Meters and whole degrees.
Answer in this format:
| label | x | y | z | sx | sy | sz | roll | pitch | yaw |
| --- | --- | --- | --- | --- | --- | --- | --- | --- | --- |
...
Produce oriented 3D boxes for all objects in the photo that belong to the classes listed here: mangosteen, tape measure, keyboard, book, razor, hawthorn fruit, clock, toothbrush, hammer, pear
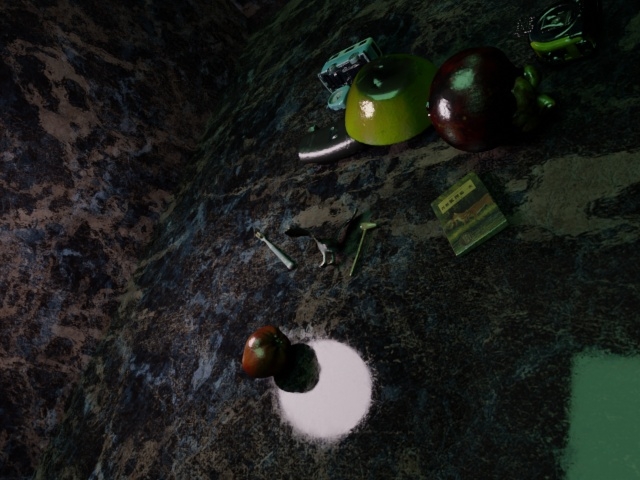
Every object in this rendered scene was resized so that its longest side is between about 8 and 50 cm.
| label | x | y | z | sx | sy | sz | roll | pitch | yaw |
| --- | --- | --- | --- | --- | --- | --- | --- | --- | --- |
| mangosteen | 0.450 | -0.386 | 1.339 | 0.311 | 0.311 | 0.312 | -30 | 41 | 30 |
| tape measure | 0.687 | -0.593 | 1.375 | 0.186 | 0.112 | 0.199 | -4 | 62 | 52 |
| keyboard | 0.709 | -0.680 | 1.504 | 0.231 | 0.023 | 0.072 | 19 | 78 | 54 |
| book | 0.405 | -0.076 | 1.339 | 0.160 | 0.024 | 0.228 | -39 | 38 | 23 |
| razor | 0.063 | -0.404 | 1.935 | 0.326 | 0.107 | 0.189 | -10 | 54 | 38 |
| hawthorn fruit | -0.188 | 0.373 | 1.545 | 0.203 | 0.162 | 0.163 | -49 | 32 | 34 |
| clock | 0.077 | -0.633 | 2.174 | 0.147 | 0.045 | 0.108 | 2 | 61 | 51 |
| toothbrush | -0.182 | 0.036 | 1.915 | 0.025 | 0.030 | 0.342 | -56 | 37 | 3 |
| hammer | 0.137 | 0.029 | 1.565 | 0.060 | 0.028 | 0.196 | 1 | 65 | 42 |
| pear | 0.241 | -0.526 | 1.696 | 0.398 | 0.165 | 0.399 | -15 | 51 | 20 |

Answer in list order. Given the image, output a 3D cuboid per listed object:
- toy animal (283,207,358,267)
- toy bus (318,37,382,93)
| label | x | y | z | sx | sy | sz | roll | pitch | yaw |
| --- | --- | --- | --- | --- | --- | --- | --- | --- | --- |
| toy animal | 0.002 | 0.016 | 1.645 | 0.197 | 0.272 | 0.160 | 111 | 148 | -54 |
| toy bus | 0.138 | -0.782 | 2.158 | 0.271 | 0.133 | 0.165 | -9 | 49 | 42 |
